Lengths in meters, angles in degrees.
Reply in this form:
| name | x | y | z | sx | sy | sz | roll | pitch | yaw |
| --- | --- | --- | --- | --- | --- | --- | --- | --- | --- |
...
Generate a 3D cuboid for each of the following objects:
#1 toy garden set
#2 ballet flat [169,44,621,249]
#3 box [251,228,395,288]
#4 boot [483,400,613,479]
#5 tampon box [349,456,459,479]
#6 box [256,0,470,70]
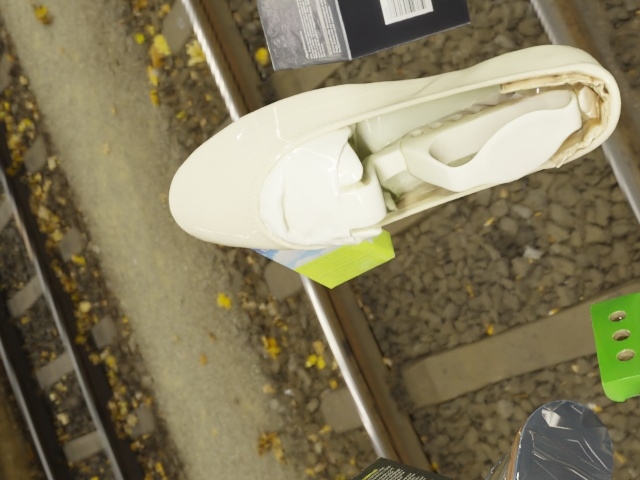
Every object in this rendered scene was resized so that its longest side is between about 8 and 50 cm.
| name | x | y | z | sx | sy | sz | roll | pitch | yaw |
| --- | --- | --- | --- | --- | --- | --- | --- | --- | --- |
| toy garden set | 0.331 | 0.088 | 0.611 | 0.244 | 0.203 | 0.049 | -19 | 115 | 21 |
| ballet flat | 0.040 | -0.043 | 0.447 | 0.086 | 0.249 | 0.086 | 161 | 90 | -89 |
| box | 0.000 | 0.000 | 1.072 | 0.109 | 0.178 | 0.042 | -28 | 55 | 27 |
| boot | 0.125 | 0.216 | 0.546 | 0.082 | 0.219 | 0.106 | 23 | 163 | 9 |
| tampon box | 0.101 | 0.297 | 0.810 | 0.161 | 0.101 | 0.120 | 10 | 99 | 26 |
| box | 0.041 | -0.242 | 0.878 | 0.158 | 0.156 | 0.093 | 13 | 121 | 59 |
